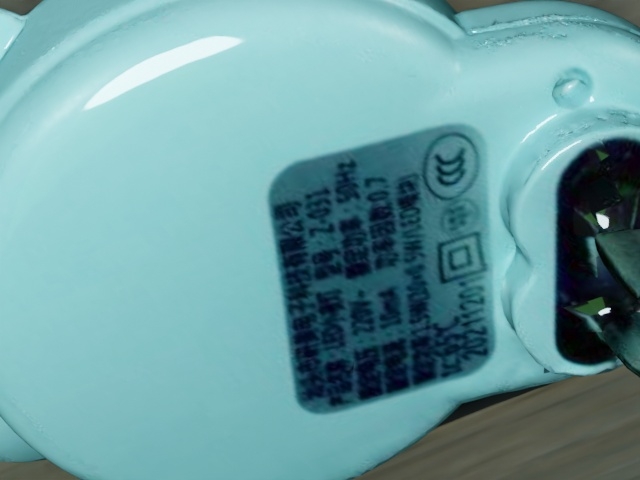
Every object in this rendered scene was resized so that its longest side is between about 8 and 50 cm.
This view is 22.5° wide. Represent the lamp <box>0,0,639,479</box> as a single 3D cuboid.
[{"bbox_3d":[-0.001,-0.007,0.563,0.284,0.147,0.209,0,126,8],"label":"lamp"}]
